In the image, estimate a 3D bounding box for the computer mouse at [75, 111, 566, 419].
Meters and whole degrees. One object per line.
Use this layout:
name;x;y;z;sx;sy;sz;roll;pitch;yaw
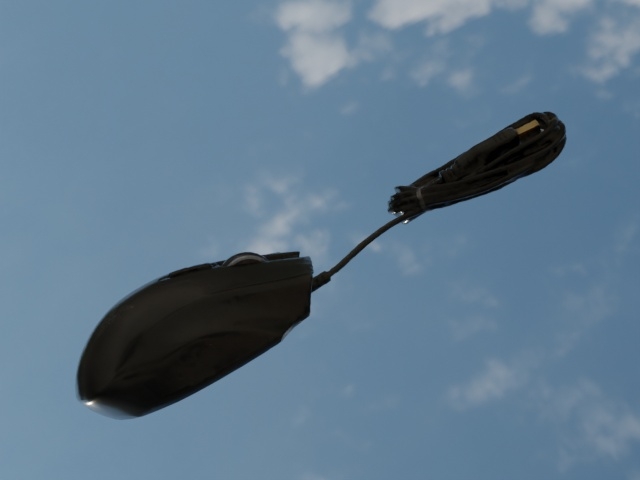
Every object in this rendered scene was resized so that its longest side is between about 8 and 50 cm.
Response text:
computer mouse;0.000;0.000;0.636;0.242;0.041;0.071;-31;-167;-16
